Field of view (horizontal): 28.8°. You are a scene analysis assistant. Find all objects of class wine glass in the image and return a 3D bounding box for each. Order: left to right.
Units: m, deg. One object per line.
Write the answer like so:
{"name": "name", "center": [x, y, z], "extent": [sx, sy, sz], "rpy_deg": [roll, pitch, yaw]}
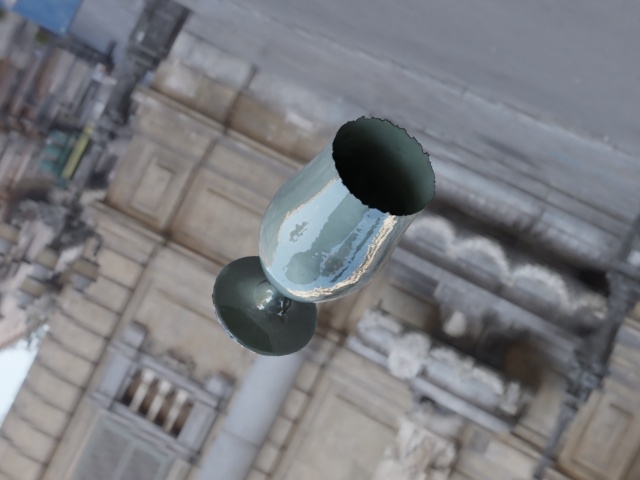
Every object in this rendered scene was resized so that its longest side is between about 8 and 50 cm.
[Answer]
{"name": "wine glass", "center": [0.000, 0.000, 0.881], "extent": [0.093, 0.093, 0.202], "rpy_deg": [26, 139, -13]}
